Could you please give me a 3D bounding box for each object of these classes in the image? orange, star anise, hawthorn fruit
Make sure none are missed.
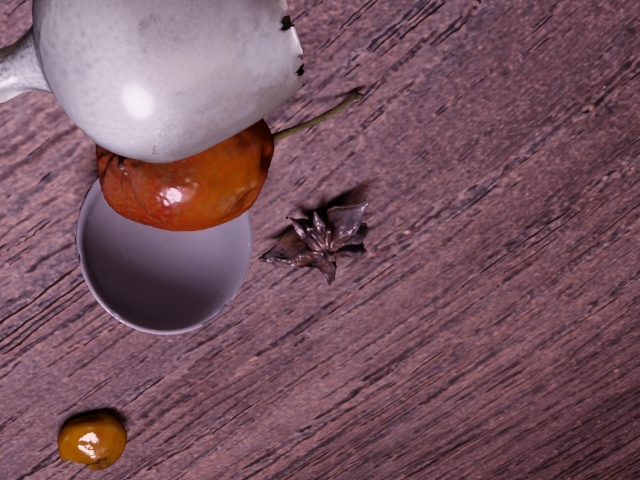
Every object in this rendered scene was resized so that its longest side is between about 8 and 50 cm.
[{"bbox_3d":[-0.277,0.247,1.787,0.086,0.062,0.086,-14,140,-12],"label":"orange"},{"bbox_3d":[0.010,-0.006,1.610,0.124,0.056,0.129,20,127,-39],"label":"star anise"},{"bbox_3d":[-0.082,-0.097,1.419,0.285,0.165,0.165,-16,148,-43],"label":"hawthorn fruit"}]

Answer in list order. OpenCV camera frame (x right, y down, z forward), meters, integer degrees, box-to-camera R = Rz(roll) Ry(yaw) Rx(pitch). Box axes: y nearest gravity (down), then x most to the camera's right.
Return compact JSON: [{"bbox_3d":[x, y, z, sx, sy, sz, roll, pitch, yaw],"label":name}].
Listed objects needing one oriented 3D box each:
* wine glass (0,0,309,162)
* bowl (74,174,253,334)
[{"bbox_3d":[-0.181,-0.164,1.194,0.322,0.238,0.238,-19,143,3],"label":"wine glass"},{"bbox_3d":[-0.171,0.000,1.488,0.189,0.189,0.086,3,177,-27],"label":"bowl"}]
